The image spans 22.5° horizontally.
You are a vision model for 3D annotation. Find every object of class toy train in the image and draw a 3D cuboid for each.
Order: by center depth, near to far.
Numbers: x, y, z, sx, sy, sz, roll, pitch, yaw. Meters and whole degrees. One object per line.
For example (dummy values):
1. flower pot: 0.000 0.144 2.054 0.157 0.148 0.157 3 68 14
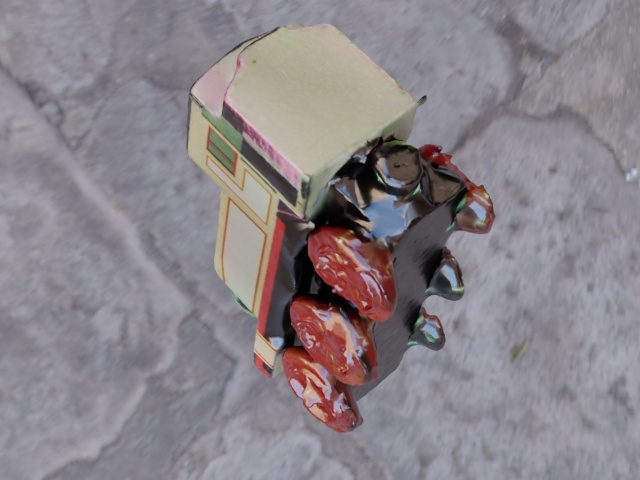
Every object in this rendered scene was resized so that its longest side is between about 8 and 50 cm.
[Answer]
1. toy train: 0.000 0.000 0.482 0.050 0.138 0.087 -37 70 -24
